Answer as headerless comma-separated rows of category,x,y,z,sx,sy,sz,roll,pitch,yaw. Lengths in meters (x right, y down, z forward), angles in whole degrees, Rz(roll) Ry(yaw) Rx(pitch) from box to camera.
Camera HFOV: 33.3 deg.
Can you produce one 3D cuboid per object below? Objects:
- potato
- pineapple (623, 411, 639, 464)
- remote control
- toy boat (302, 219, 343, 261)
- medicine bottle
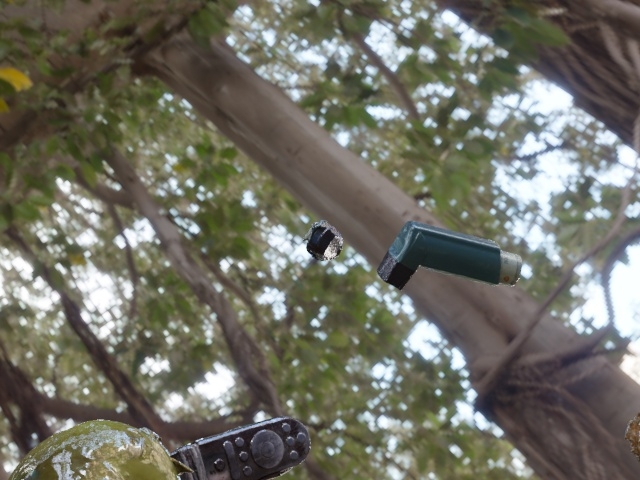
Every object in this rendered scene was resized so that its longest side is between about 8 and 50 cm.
potato,-0.203,0.273,0.884,0.143,0.169,0.248,36,-123,-47
pineapple,0.553,0.374,1.636,0.111,0.237,0.119,20,-50,-39
remote control,-0.135,0.328,1.586,0.266,0.090,0.066,-10,-16,-37
toy boat,0.000,0.000,0.999,0.038,0.038,0.083,-45,-13,-2
medicine bottle,0.240,0.042,1.980,0.258,0.079,0.124,11,-76,-13
